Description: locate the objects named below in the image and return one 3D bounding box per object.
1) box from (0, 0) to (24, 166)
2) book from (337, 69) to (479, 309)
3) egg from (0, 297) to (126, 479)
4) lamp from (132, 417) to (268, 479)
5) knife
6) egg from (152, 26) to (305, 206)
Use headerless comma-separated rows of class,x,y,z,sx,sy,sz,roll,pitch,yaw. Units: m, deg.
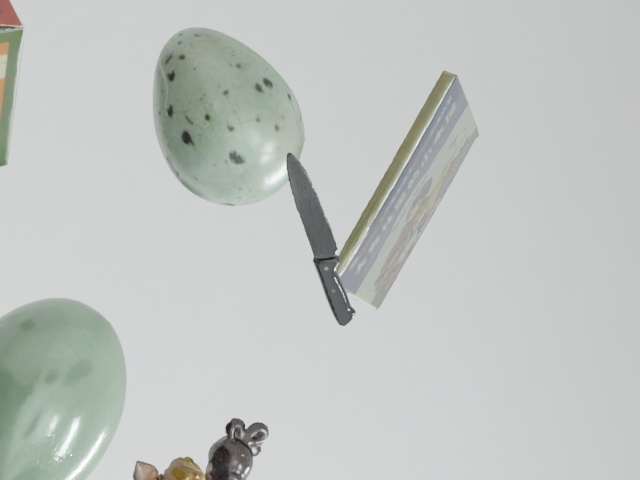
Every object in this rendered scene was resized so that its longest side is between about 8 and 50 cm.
box,-0.314,-0.149,1.177,0.195,0.177,0.148,62,-30,31
book,0.088,-0.040,1.782,0.228,0.018,0.322,-61,170,-1
egg,-0.337,0.198,2.049,0.283,0.203,0.203,-62,-159,-10
lamp,-0.125,0.252,1.407,0.118,0.118,0.253,-3,-114,67
knife,0.000,0.000,1.415,0.010,0.023,0.170,-108,179,-58
egg,-0.083,-0.111,1.566,0.131,0.131,0.164,-13,-83,67
